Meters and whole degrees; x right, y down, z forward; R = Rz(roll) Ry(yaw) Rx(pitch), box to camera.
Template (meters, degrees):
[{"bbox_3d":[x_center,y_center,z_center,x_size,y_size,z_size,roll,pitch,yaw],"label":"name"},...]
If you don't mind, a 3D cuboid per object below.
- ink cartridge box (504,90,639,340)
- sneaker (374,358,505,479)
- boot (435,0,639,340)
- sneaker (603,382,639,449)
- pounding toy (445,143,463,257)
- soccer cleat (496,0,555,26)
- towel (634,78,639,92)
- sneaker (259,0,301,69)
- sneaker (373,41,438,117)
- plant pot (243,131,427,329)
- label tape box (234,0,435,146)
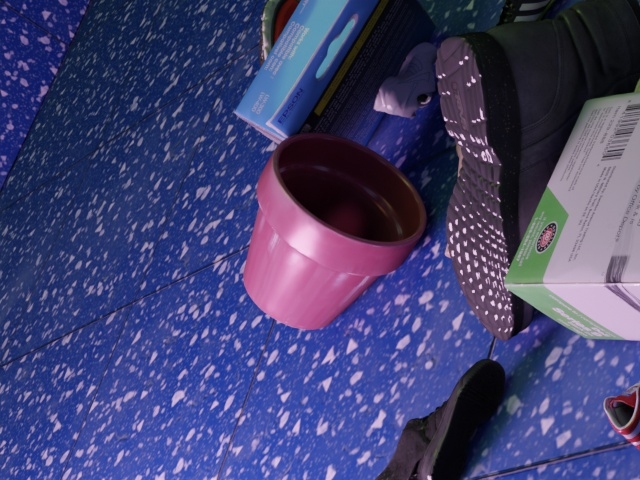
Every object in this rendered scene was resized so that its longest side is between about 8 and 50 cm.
[{"bbox_3d":[0.322,-0.023,1.493,0.289,0.121,0.211,-2,58,62],"label":"ink cartridge box"},{"bbox_3d":[0.118,0.191,1.704,0.089,0.051,0.170,12,73,60],"label":"sneaker"},{"bbox_3d":[0.243,-0.073,1.683,0.223,0.338,0.118,-18,32,-23],"label":"boot"},{"bbox_3d":[0.280,0.126,1.451,0.042,0.067,0.118,-31,34,44],"label":"sneaker"},{"bbox_3d":[0.216,-0.095,1.856,0.237,0.110,0.183,105,173,-63],"label":"pounding toy"},{"bbox_3d":[0.244,-0.288,2.049,0.179,0.072,0.060,-52,24,11],"label":"soccer cleat"},{"bbox_3d":[0.445,-0.268,1.523,0.317,0.053,0.331,-2,58,61],"label":"towel"},{"bbox_3d":[-0.015,-0.295,2.322,0.107,0.118,0.279,92,-169,-46],"label":"sneaker"},{"bbox_3d":[0.125,-0.204,2.207,0.152,0.061,0.053,-53,-17,-43],"label":"sneaker"},{"bbox_3d":[0.000,0.000,2.028,0.201,0.201,0.180,-89,23,-51],"label":"plant pot"},{"bbox_3d":[0.010,-0.232,2.136,0.249,0.115,0.348,-59,-18,0],"label":"label tape box"}]
